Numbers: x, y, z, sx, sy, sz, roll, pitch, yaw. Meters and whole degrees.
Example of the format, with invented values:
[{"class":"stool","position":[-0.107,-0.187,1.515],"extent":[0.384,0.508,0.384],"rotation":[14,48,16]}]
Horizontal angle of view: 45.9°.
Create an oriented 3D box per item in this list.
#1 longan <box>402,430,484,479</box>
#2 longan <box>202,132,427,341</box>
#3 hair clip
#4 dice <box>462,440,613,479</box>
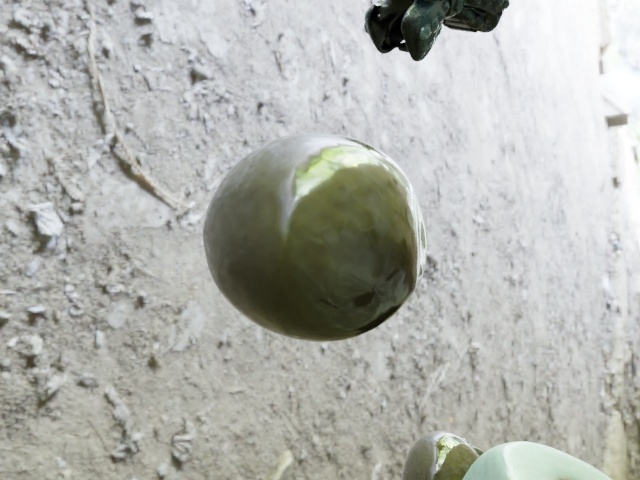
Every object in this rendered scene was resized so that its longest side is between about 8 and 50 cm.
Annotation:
[{"class":"longan","position":[0.243,0.445,1.416],"extent":[0.204,0.159,0.185],"rotation":[-23,89,-44]},{"class":"longan","position":[0.000,0.000,0.760],"extent":[0.246,0.246,0.215],"rotation":[-51,148,-49]},{"class":"hair clip","position":[0.224,-0.484,1.466],"extent":[0.310,0.194,0.206],"rotation":[-29,129,-36]},{"class":"dice","position":[0.346,0.496,1.170],"extent":[0.268,0.264,0.263],"rotation":[-79,-168,-73]}]
